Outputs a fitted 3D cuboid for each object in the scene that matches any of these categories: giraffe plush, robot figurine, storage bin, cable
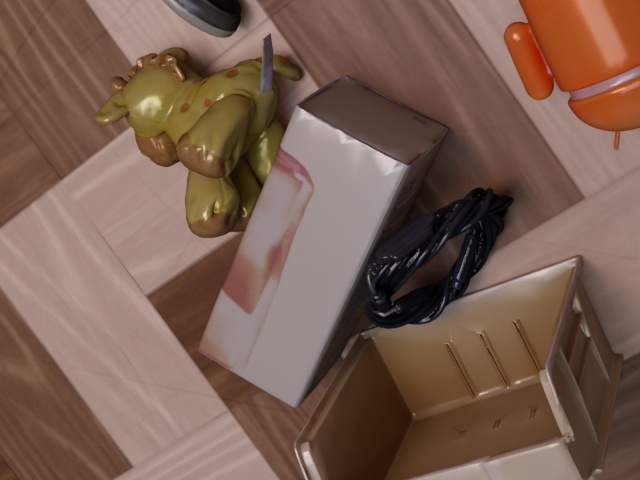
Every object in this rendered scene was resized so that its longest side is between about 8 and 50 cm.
[{"bbox_3d":[-0.133,-0.123,1.285,0.171,0.181,0.210,15,106,24],"label":"giraffe plush"},{"bbox_3d":[0.257,-0.192,1.126,0.158,0.128,0.219,-28,98,-8],"label":"robot figurine"},{"bbox_3d":[0.141,0.158,1.224,0.262,0.260,0.123,-21,104,26],"label":"storage bin"},{"bbox_3d":[0.124,0.020,1.243,0.184,0.150,0.047,-38,56,-10],"label":"cable"}]

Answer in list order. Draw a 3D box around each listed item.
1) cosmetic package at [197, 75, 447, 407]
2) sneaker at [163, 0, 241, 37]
[{"bbox_3d":[0.000,0.000,1.278,0.129,0.153,0.296,29,115,10],"label":"cosmetic package"},{"bbox_3d":[-0.131,-0.317,1.250,0.118,0.083,0.222,-36,93,27],"label":"sneaker"}]
